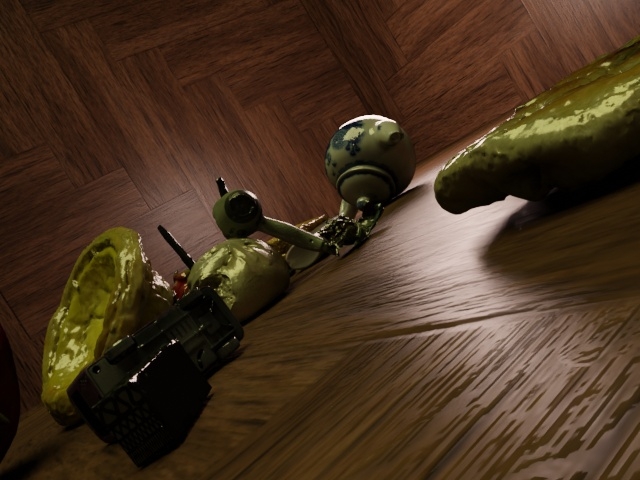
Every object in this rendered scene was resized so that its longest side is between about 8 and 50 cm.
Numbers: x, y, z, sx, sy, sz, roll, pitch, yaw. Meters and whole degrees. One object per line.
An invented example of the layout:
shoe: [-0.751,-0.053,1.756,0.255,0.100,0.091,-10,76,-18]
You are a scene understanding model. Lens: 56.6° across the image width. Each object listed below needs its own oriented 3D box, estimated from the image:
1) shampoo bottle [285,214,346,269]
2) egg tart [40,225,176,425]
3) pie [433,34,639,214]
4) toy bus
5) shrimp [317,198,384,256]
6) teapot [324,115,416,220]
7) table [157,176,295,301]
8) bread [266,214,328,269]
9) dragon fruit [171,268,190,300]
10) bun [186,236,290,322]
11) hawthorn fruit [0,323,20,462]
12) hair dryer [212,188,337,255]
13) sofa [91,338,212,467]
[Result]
shampoo bottle: [0.000,0.000,1.261,0.086,0.056,0.227,-35,2,23]
egg tart: [-0.356,0.148,1.011,0.345,0.132,0.346,-30,46,36]
pie: [0.252,-0.120,0.508,0.337,0.075,0.337,-31,3,2]
toy bus: [-0.171,0.126,0.633,0.098,0.087,0.178,-37,1,41]
shrimp: [0.058,-0.013,1.024,0.082,0.076,0.174,19,28,29]
teapot: [0.132,-0.191,1.627,0.424,0.252,0.280,121,164,-54]
table: [-0.244,0.038,1.248,0.317,0.249,0.317,-32,3,2]
bread: [-0.047,0.005,1.408,0.113,0.083,0.211,-26,5,28]
dragon fruit: [-0.323,0.151,1.460,0.137,0.135,0.236,-19,29,50]
bun: [-0.148,0.069,0.970,0.178,0.128,0.193,-30,5,14]
hawthorn fruit: [-0.559,0.213,0.730,0.402,0.403,0.403,-31,3,2]
hair dryer: [-0.108,-0.020,1.094,0.219,0.224,0.089,-2,66,59]
sofa: [-0.129,0.125,0.476,0.039,0.060,0.118,-37,3,6]
